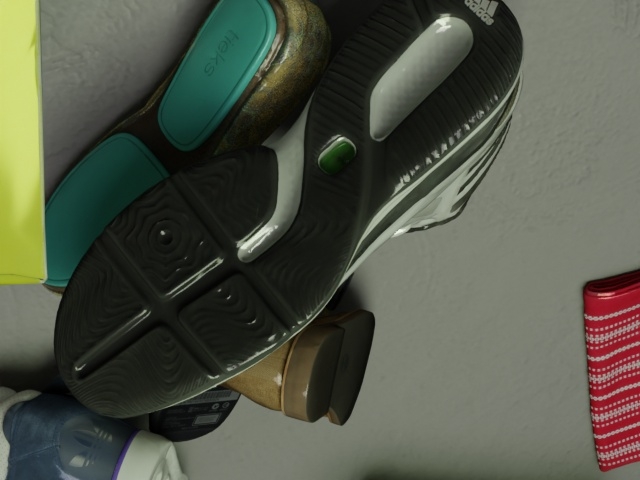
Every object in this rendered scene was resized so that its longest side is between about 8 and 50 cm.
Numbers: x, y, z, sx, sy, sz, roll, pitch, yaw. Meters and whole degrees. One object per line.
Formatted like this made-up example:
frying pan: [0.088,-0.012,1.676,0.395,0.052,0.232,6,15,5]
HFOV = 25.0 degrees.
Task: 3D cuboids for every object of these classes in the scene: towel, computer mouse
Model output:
towel: [0.384,0.129,1.554,0.199,0.031,0.275,-15,127,-3]
computer mouse: [-0.071,0.081,1.393,0.184,0.060,0.262,-7,133,-35]

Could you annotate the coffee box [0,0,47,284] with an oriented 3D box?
coffee box: [-0.359,-0.186,0.950,0.338,0.334,0.338,-3,125,-12]

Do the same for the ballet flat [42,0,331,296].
ballet flat: [-0.113,-0.075,1.241,0.123,0.123,0.348,29,115,-29]

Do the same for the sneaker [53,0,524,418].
sneaker: [0.001,0.000,1.200,0.447,0.169,0.257,-40,160,0]

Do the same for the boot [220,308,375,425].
boot: [-0.022,0.108,1.336,0.115,0.305,0.112,11,87,15]

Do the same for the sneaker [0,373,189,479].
sneaker: [-0.263,0.247,1.437,0.236,0.130,0.323,16,149,7]
